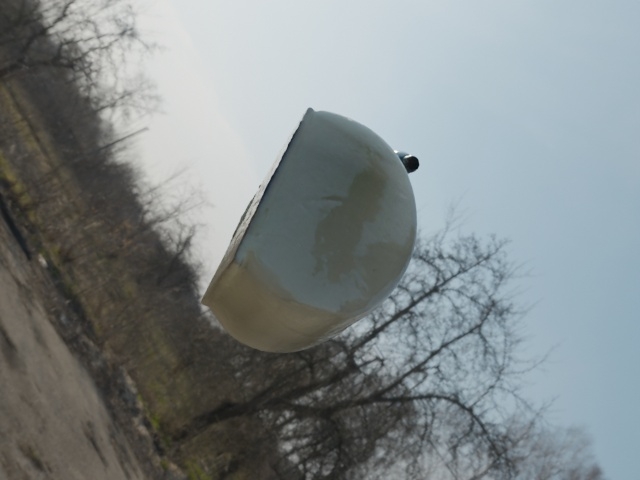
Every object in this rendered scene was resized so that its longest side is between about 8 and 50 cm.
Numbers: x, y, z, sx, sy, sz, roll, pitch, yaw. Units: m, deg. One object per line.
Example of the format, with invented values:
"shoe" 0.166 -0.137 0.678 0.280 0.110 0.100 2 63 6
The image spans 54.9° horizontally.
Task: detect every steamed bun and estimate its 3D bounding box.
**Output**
"steamed bun" 0.000 0.000 0.640 0.164 0.241 0.146 29 -34 -12

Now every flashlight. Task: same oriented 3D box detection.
"flashlight" 0.117 -0.123 0.981 0.129 0.051 0.051 17 -46 65
